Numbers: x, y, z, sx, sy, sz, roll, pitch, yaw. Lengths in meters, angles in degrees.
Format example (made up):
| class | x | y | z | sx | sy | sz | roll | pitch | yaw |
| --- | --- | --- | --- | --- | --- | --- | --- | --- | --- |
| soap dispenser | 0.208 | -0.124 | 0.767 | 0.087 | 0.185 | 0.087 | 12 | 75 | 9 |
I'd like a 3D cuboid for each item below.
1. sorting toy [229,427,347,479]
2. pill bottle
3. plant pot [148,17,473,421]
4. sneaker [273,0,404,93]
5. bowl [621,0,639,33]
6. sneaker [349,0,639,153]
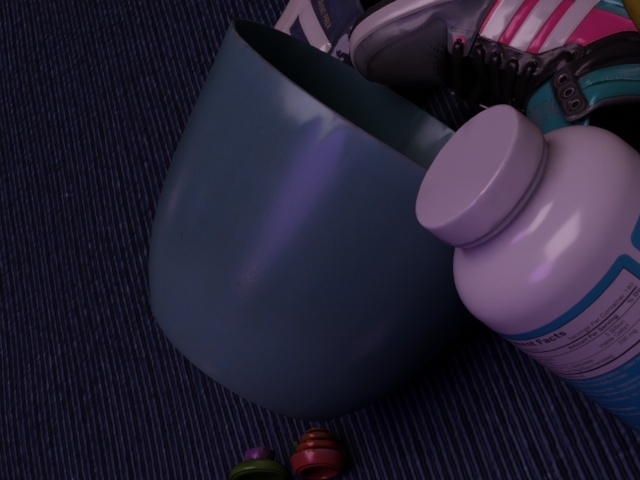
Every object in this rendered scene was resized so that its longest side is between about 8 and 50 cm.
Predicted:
| class | x | y | z | sx | sy | sz | roll | pitch | yaw |
| --- | --- | --- | --- | --- | --- | --- | --- | --- | --- |
| sorting toy | -0.026 | 0.184 | 1.045 | 0.102 | 0.061 | 0.042 | -9 | 58 | 10 |
| pill bottle | 0.189 | 0.024 | 0.796 | 0.146 | 0.264 | 0.146 | -45 | 23 | 24 |
| plant pot | 0.000 | 0.000 | 0.983 | 0.293 | 0.293 | 0.235 | 45 | 110 | 44 |
| sneaker | 0.017 | -0.143 | 1.141 | 0.148 | 0.131 | 0.350 | 9 | 72 | 47 |
| bowl | 0.333 | -0.156 | 0.851 | 0.289 | 0.289 | 0.156 | 41 | 137 | 45 |
| sneaker | 0.167 | -0.116 | 0.984 | 0.295 | 0.124 | 0.178 | -6 | 59 | 14 |
